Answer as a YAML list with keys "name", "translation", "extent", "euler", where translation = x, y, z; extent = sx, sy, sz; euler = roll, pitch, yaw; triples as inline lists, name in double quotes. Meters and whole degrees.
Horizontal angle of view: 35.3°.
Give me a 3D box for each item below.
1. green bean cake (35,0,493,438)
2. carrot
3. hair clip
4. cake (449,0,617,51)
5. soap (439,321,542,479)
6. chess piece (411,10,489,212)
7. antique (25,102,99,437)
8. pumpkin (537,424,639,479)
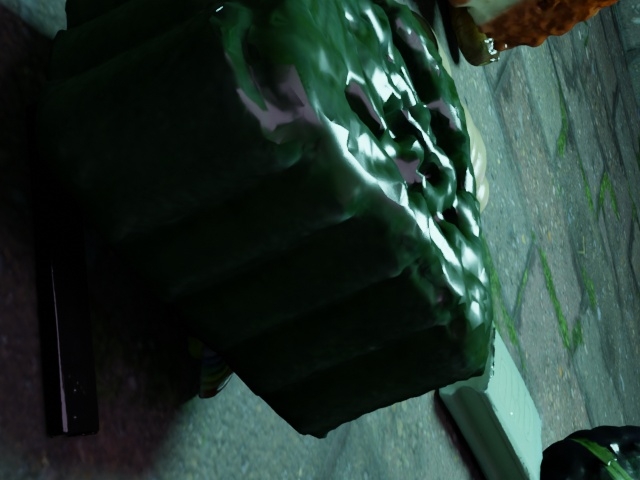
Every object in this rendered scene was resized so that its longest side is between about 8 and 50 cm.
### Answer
- name: "green bean cake"
  translation: [-0.017, -0.072, 0.658]
  extent: [0.308, 0.169, 0.300]
  euler: [49, 26, -37]
- name: "carrot"
  translation: [0.196, -0.326, 1.366]
  extent: [0.060, 0.060, 0.186]
  euler: [-19, 91, -64]
- name: "hair clip"
  translation: [-0.080, 0.011, 0.699]
  extent: [0.060, 0.033, 0.188]
  euler: [-18, 97, -67]
- name: "cake"
  translation: [0.245, -0.446, 1.219]
  extent: [0.320, 0.270, 0.269]
  euler: [35, 46, -30]
- name: "soap"
  translation: [0.203, 0.194, 1.181]
  extent: [0.198, 0.063, 0.114]
  euler: [59, 31, -38]
- name: "chess piece"
  translation: [0.120, -0.100, 1.080]
  extent: [0.138, 0.124, 0.307]
  euler: [58, 7, 34]
- name: "antique"
  translation: [-0.148, 0.016, 0.577]
  extent: [0.031, 0.015, 0.192]
  euler: [8, 73, -63]
- name: "pumpkin"
  translation: [0.380, 0.385, 1.263]
  extent: [0.296, 0.296, 0.295]
  euler: [34, 52, -57]
